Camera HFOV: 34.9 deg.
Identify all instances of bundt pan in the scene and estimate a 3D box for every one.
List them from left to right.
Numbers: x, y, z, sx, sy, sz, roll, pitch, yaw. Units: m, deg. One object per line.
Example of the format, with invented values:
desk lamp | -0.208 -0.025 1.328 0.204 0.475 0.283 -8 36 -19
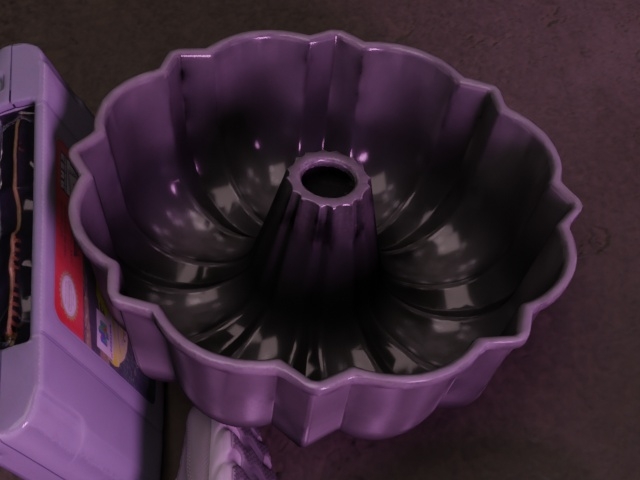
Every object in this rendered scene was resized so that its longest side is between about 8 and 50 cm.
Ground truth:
bundt pan | 0.000 0.000 0.692 0.330 0.124 0.331 3 47 -4

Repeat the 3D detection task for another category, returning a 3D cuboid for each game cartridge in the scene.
game cartridge | -0.169 0.032 0.708 0.060 0.196 0.294 -13 58 6

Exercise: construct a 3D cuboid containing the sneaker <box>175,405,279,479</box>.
sneaker | -0.094 0.227 0.634 0.115 0.105 0.281 -6 56 17
